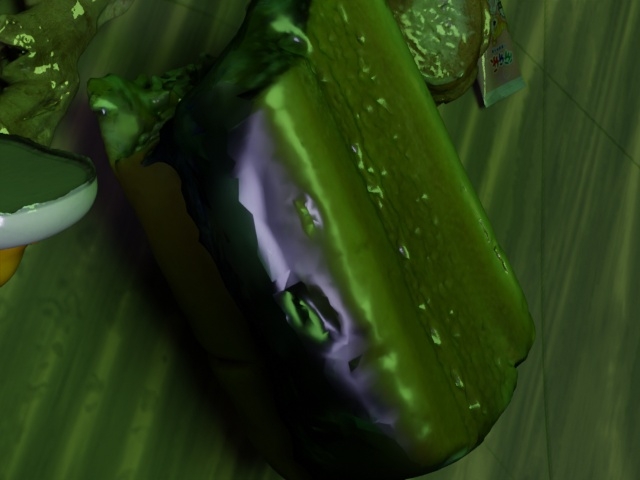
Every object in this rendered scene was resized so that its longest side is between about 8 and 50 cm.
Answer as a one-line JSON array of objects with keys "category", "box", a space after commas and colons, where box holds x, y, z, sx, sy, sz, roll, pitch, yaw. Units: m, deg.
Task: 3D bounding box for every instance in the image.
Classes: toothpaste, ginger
[{"category": "toothpaste", "box": [0.144, -0.225, 1.340, 0.067, 0.043, 0.195, -30, 105, -42]}, {"category": "ginger", "box": [-0.187, -0.161, 1.029, 0.089, 0.075, 0.288, 32, 65, -25]}]

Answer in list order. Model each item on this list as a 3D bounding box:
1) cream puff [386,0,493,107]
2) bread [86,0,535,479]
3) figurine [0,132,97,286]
[{"category": "cream puff", "box": [0.075, -0.174, 1.226, 0.126, 0.103, 0.144, 23, 66, -21]}, {"category": "bread", "box": [0.000, 0.000, 1.053, 0.251, 0.208, 0.377, -41, 107, -45]}, {"category": "figurine", "box": [-0.232, 0.024, 0.859, 0.166, 0.250, 0.141, -24, 115, -44]}]
